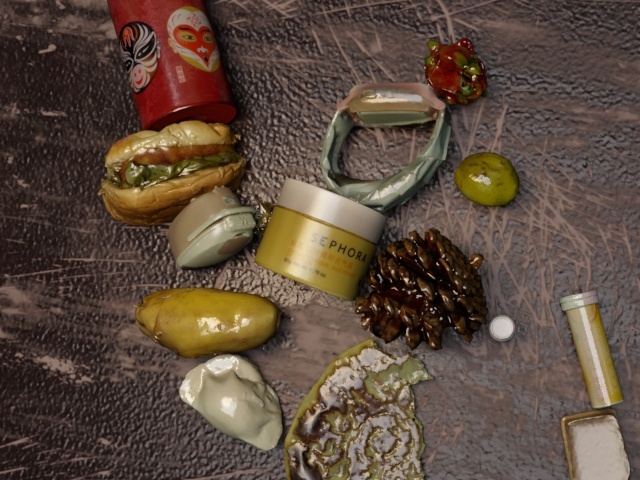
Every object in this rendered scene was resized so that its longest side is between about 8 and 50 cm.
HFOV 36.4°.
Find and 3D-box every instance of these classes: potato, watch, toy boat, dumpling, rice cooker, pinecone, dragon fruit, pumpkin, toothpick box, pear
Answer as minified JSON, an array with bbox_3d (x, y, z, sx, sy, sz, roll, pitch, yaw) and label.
[{"bbox_3d":[-0.232,0.164,1.962,0.300,0.173,0.140,2,105,11],"label":"potato"},{"bbox_3d":[0.125,-0.179,1.934,0.253,0.162,0.241,1,81,18],"label":"watch"},{"bbox_3d":[0.526,0.419,1.841,0.116,0.061,0.188,-12,82,9],"label":"toy boat"},{"bbox_3d":[-0.164,0.320,1.963,0.229,0.124,0.151,38,69,-4],"label":"dumpling"},{"bbox_3d":[-0.224,-0.020,1.986,0.206,0.145,0.127,-45,68,33],"label":"rice cooker"},{"bbox_3d":[0.201,0.101,1.865,0.257,0.243,0.243,-37,75,43],"label":"pinecone"},{"bbox_3d":[0.284,-0.339,1.963,0.142,0.175,0.138,22,100,-17],"label":"dragon fruit"},{"bbox_3d":[-0.105,-0.041,2.023,0.083,0.054,0.074,16,85,21],"label":"pumpkin"},{"bbox_3d":[-0.314,-0.397,2.030,0.204,0.204,0.333,-17,80,9],"label":"toothpick box"},{"bbox_3d":[0.329,-0.122,1.922,0.131,0.107,0.107,29,89,4],"label":"pear"}]

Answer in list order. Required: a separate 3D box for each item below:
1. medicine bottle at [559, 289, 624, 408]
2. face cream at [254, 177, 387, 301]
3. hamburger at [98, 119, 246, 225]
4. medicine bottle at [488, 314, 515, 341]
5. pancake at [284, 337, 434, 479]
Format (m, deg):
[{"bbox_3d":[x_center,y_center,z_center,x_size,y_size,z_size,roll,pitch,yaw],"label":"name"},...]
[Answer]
[{"bbox_3d":[0.523,0.207,1.864,0.074,0.074,0.218,-15,83,9],"label":"medicine bottle"},{"bbox_3d":[0.000,0.000,1.912,0.218,0.218,0.179,21,89,13],"label":"face cream"},{"bbox_3d":[-0.330,-0.136,2.001,0.330,0.209,0.162,-16,80,11],"label":"hamburger"},{"bbox_3d":[0.353,0.171,1.889,0.052,0.089,0.052,-1,83,11],"label":"medicine bottle"},{"bbox_3d":[0.079,0.410,1.939,0.305,0.067,0.426,-2,82,3],"label":"pancake"}]
